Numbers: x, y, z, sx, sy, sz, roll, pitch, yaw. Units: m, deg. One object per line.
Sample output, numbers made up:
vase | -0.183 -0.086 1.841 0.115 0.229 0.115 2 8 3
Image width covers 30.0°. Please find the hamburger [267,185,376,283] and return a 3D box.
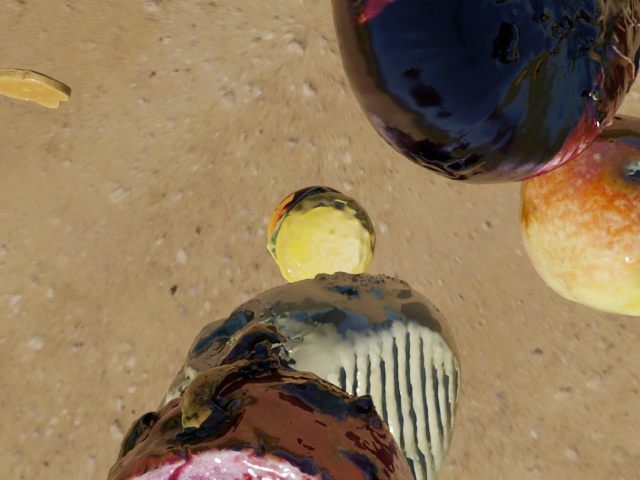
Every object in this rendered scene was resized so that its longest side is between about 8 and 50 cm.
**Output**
hamburger | 0.000 0.000 1.737 0.162 0.115 0.162 -5 107 -17

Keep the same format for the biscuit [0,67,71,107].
biscuit | -0.430 -0.229 1.779 0.140 0.118 0.023 6 77 26

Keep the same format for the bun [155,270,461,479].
bun | -0.013 0.194 1.296 0.362 0.234 0.326 -44 120 -11

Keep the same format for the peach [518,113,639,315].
peach | 0.345 -0.030 1.311 0.232 0.256 0.233 7 77 -30

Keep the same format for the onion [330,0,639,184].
onion | 0.130 -0.194 0.989 0.313 0.232 0.314 -1 91 -42

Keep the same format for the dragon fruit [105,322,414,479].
dragon fruit | -0.045 0.169 0.757 0.282 0.147 0.211 -13 112 23
